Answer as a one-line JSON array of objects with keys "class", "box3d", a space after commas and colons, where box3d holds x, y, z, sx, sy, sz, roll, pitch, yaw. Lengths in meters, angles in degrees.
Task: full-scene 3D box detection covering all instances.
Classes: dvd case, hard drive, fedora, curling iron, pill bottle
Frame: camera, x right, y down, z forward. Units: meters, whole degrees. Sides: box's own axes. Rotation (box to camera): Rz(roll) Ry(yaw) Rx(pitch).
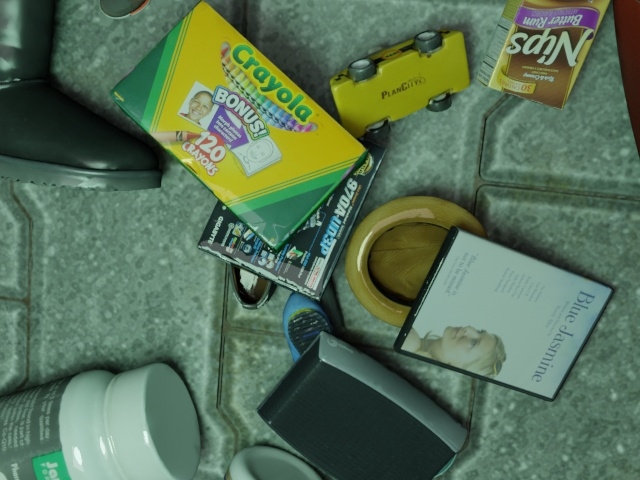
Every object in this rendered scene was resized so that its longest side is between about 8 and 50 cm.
[{"class": "dvd case", "box3d": [0.241, 0.102, 1.114, 0.253, 0.022, 0.180, 20, 104, -19]}, {"class": "hard drive", "box3d": [0.057, 0.255, 1.158, 0.255, 0.054, 0.172, 36, 107, -11]}, {"class": "fedora", "box3d": [0.129, 0.025, 1.137, 0.195, 0.079, 0.194, 0, 101, 0]}, {"class": "curling iron", "box3d": [0.000, 0.000, 1.175, 0.068, 0.035, 0.273, -8, 98, 10]}, {"class": "pill bottle", "box3d": [-0.369, 0.300, 1.203, 0.361, 0.204, 0.204, -18, 97, 12]}, {"class": "pill bottle", "box3d": [-0.106, 0.441, 1.213, 0.153, 0.153, 0.264, 28, 103, 3]}]

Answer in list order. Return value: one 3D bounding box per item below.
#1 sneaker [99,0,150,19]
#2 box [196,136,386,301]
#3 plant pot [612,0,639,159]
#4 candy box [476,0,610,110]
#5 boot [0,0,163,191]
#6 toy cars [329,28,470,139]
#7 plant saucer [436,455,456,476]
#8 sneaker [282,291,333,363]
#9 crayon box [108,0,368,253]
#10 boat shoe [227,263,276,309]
[{"class": "sneaker", "box3d": [-0.240, -0.355, 1.133, 0.158, 0.065, 0.061, -34, 94, 16]}, {"class": "box", "box3d": [-0.037, -0.053, 1.108, 0.175, 0.051, 0.220, 23, 85, 2]}, {"class": "plant pot", "box3d": [0.482, -0.164, 0.966, 0.268, 0.267, 0.235, 0, 112, 9]}, {"class": "candy box", "box3d": [0.281, -0.266, 1.048, 0.109, 0.053, 0.186, 14, 112, -14]}, {"class": "boot", "box3d": [-0.368, -0.303, 1.130, 0.367, 0.146, 0.444, 9, 98, 9]}, {"class": "toy cars", "box3d": [0.144, -0.295, 1.067, 0.177, 0.087, 0.393, 22, 106, -35]}, {"class": "plant saucer", "box3d": [0.136, 0.283, 1.213, 0.120, 0.021, 0.119, 2, 100, 10]}, {"class": "sneaker", "box3d": [-0.006, 0.164, 1.200, 0.069, 0.082, 0.209, -15, 116, -3]}, {"class": "crayon box", "box3d": [-0.098, -0.137, 1.049, 0.278, 0.081, 0.165, 43, 85, 4]}, {"class": "boat shoe", "box3d": [-0.090, -0.021, 1.166, 0.084, 0.079, 0.232, 2, 99, 10]}]
